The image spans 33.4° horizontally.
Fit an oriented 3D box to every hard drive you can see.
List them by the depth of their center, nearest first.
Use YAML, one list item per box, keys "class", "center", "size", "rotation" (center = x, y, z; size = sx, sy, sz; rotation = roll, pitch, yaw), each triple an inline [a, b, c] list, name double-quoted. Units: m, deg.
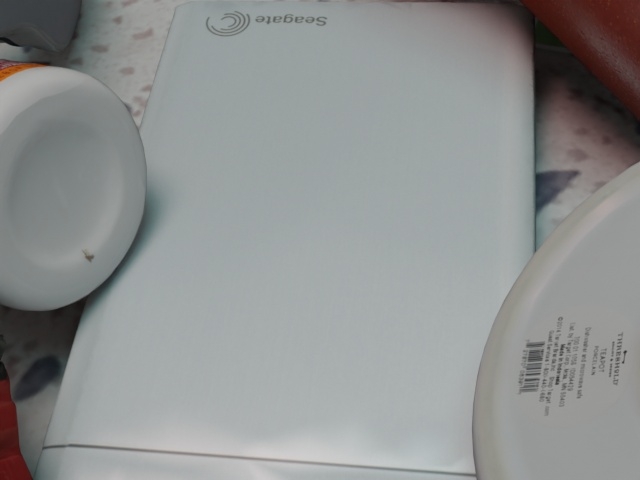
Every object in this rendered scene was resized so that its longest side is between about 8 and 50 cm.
- class: "hard drive"
  center: [0.000, 0.000, 0.587]
  size: [0.233, 0.047, 0.353]
  rotation: [2, 52, 8]

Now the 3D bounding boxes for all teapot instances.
- class: "teapot"
  center: [0.196, 0.091, 0.419]
  size: [0.256, 0.187, 0.252]
  rotation: [-43, 37, 4]

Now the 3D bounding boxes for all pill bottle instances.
- class: "pill bottle"
  center: [-0.210, -0.042, 0.573]
  size: [0.221, 0.121, 0.121]
  rotation: [13, 53, 34]

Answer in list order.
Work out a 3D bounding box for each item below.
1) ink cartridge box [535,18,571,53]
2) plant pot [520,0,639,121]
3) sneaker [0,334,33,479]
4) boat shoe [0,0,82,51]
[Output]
- class: "ink cartridge box"
  center: [0.250, -0.214, 0.728]
  size: [0.171, 0.056, 0.235]
  rotation: [13, 79, 16]
- class: "plant pot"
  center: [0.191, -0.214, 0.589]
  size: [0.272, 0.272, 0.265]
  rotation: [-32, 78, -18]
- class: "sneaker"
  center: [-0.174, 0.120, 0.449]
  size: [0.135, 0.097, 0.276]
  rotation: [-44, 71, 23]
- class: "boat shoe"
  center: [-0.211, -0.156, 0.631]
  size: [0.088, 0.096, 0.267]
  rotation: [8, 18, 3]
